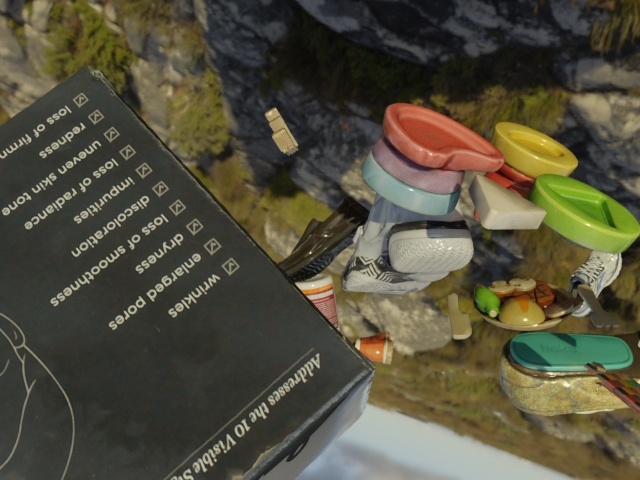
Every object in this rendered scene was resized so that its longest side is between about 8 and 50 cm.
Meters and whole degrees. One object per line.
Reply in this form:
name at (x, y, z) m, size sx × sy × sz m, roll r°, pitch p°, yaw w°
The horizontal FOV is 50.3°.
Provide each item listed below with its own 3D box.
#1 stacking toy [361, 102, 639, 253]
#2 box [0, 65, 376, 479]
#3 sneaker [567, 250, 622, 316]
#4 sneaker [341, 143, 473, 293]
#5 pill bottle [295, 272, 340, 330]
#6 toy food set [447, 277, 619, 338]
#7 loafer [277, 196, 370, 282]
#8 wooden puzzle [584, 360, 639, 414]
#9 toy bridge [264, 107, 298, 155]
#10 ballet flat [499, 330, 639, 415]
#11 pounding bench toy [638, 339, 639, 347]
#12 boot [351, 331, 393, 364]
stacking toy at (0.213, -0.043, 0.850) m, size 0.309 × 0.130 × 0.279 m, roll 6°, pitch -146°, yaw -27°
box at (-0.272, 0.156, 0.768) m, size 0.472 × 0.480 × 0.297 m, roll 46°, pitch 166°, yaw 19°
sneaker at (0.422, 0.059, 1.063) m, size 0.058 × 0.135 × 0.052 m, roll 12°, pitch -166°, yaw -47°
sneaker at (0.130, -0.033, 1.118) m, size 0.137 × 0.210 × 0.366 m, roll 4°, pitch 164°, yaw -16°
pill bottle at (-0.008, 0.147, 1.358) m, size 0.086 × 0.152 × 0.086 m, roll -9°, pitch -170°, yaw 1°
toy food set at (0.255, 0.072, 0.849) m, size 0.192 × 0.038 × 0.132 m, roll -5°, pitch -159°, yaw 6°
loafer at (0.000, 0.000, 1.275) m, size 0.078 × 0.220 × 0.080 m, roll 57°, pitch -174°, yaw 23°
wooden puzzle at (0.270, 0.132, 0.591) m, size 0.049 × 0.006 × 0.083 m, roll 9°, pitch -157°, yaw -36°
toy bridge at (-0.063, -0.179, 1.159) m, size 0.063 × 0.026 × 0.188 m, roll 57°, pitch -175°, yaw -23°
ballet flat at (0.407, 0.175, 0.875) m, size 0.349 × 0.123 × 0.123 m, roll -2°, pitch 165°, yaw 8°
pounding bench toy at (0.329, 0.094, 0.639) m, size 0.052 × 0.083 × 0.065 m, roll 26°, pitch -157°, yaw 22°
boot at (0.103, 0.218, 1.414) m, size 0.085 × 0.059 × 0.158 m, roll 6°, pitch 178°, yaw 2°
